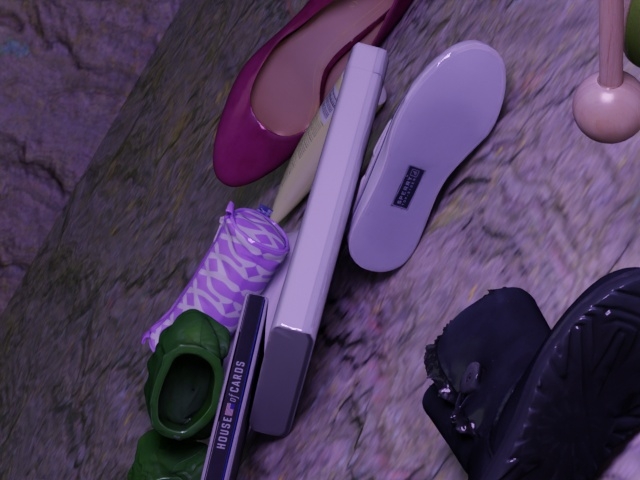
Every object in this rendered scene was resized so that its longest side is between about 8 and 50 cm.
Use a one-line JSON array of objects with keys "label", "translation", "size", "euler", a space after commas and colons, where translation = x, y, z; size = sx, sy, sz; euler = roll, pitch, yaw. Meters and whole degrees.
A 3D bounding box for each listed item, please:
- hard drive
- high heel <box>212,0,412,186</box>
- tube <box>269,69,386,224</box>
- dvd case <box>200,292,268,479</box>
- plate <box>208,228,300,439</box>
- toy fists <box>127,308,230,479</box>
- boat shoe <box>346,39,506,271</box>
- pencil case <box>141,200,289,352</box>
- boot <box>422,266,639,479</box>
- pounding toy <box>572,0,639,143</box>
[{"label": "hard drive", "translation": [0.000, 0.000, 1.766], "size": [0.233, 0.047, 0.353], "euler": [104, -178, -58]}, {"label": "high heel", "translation": [-0.016, -0.216, 2.093], "size": [0.377, 0.127, 0.181], "euler": [-57, 8, 8]}, {"label": "tube", "translation": [-0.002, -0.109, 2.044], "size": [0.062, 0.070, 0.240], "euler": [57, 133, 22]}, {"label": "dvd case", "translation": [-0.093, 0.198, 1.752], "size": [0.179, 0.029, 0.239], "euler": [98, -176, -62]}, {"label": "plate", "translation": [-0.099, 0.105, 2.017], "size": [0.278, 0.045, 0.277], "euler": [-67, 17, -13]}, {"label": "toy fists", "translation": [-0.155, 0.213, 1.848], "size": [0.142, 0.096, 0.279], "euler": [-123, 42, -72]}, {"label": "boat shoe", "translation": [0.094, -0.093, 1.672], "size": [0.258, 0.095, 0.084], "euler": [-57, 19, 20]}, {"label": "pencil case", "translation": [-0.117, 0.056, 1.919], "size": [0.206, 0.088, 0.086], "euler": [-57, 17, 19]}, {"label": "boot", "translation": [0.160, 0.083, 1.232], "size": [0.246, 0.094, 0.207], "euler": [-62, 20, 22]}, {"label": "pounding toy", "translation": [0.292, -0.160, 1.169], "size": [0.237, 0.110, 0.183], "euler": [-33, -33, -29]}]
